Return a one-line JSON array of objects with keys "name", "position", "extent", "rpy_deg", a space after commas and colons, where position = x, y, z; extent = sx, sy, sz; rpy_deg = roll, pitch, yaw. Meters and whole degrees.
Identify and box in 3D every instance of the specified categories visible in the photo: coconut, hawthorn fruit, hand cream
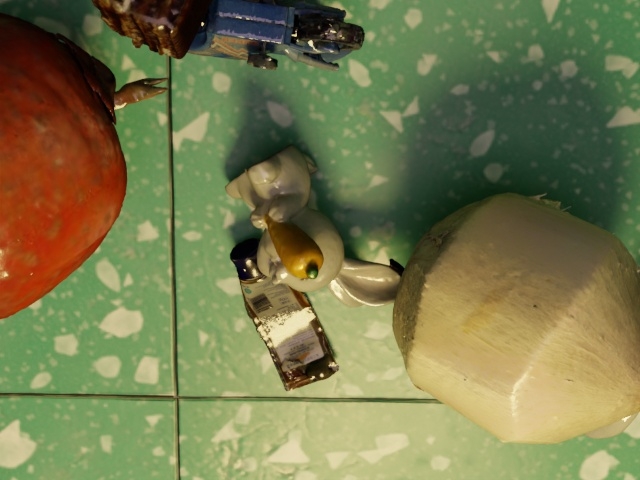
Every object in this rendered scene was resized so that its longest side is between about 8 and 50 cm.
[{"name": "coconut", "position": [0.191, 0.077, 1.035], "extent": [0.234, 0.224, 0.224], "rpy_deg": [17, 111, 22]}, {"name": "hawthorn fruit", "position": [-0.270, -0.075, 0.978], "extent": [0.307, 0.276, 0.276], "rpy_deg": [-24, 111, -22]}, {"name": "hand cream", "position": [-0.040, 0.073, 1.141], "extent": [0.062, 0.039, 0.163], "rpy_deg": [-23, 114, 5]}]

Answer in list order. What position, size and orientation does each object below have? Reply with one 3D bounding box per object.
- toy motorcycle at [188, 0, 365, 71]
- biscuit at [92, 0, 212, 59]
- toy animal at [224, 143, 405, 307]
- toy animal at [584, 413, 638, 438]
[{"name": "toy motorcycle", "position": [-0.064, -0.187, 1.006], "extent": [0.205, 0.114, 0.076], "rpy_deg": [7, 95, -8]}, {"name": "biscuit", "position": [-0.062, -0.330, 0.892], "extent": [0.073, 0.107, 0.388], "rpy_deg": [23, 88, -1]}, {"name": "toy animal", "position": [0.000, 0.000, 1.065], "extent": [0.127, 0.131, 0.181], "rpy_deg": [-31, 94, -27]}, {"name": "toy animal", "position": [0.326, 0.125, 1.116], "extent": [0.104, 0.131, 0.221], "rpy_deg": [6, 118, -48]}]
